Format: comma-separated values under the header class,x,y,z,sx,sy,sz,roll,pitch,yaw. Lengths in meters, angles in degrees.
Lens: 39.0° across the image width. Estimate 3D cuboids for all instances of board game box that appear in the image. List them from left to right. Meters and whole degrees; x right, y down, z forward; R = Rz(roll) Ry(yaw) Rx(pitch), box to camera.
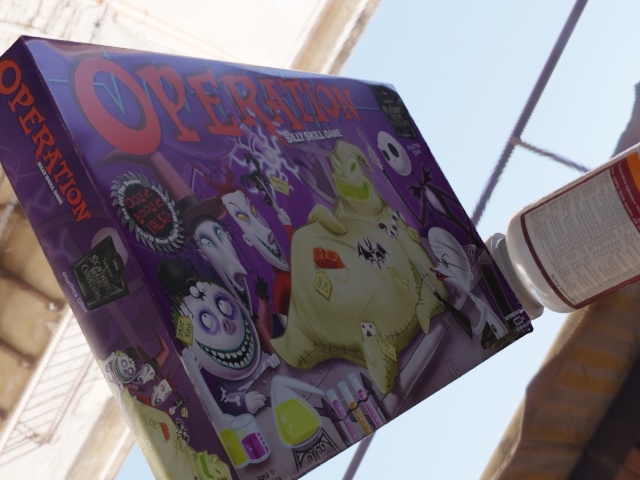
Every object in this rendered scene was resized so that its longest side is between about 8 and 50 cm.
class,x,y,z,sx,sy,sz,roll,pitch,yaw
board game box,0.000,0.000,0.494,0.056,0.347,0.208,-39,-103,27

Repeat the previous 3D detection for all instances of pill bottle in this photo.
class,x,y,z,sx,sy,sz,roll,pitch,yaw
pill bottle,0.268,0.001,0.922,0.221,0.121,0.121,-32,-96,29
